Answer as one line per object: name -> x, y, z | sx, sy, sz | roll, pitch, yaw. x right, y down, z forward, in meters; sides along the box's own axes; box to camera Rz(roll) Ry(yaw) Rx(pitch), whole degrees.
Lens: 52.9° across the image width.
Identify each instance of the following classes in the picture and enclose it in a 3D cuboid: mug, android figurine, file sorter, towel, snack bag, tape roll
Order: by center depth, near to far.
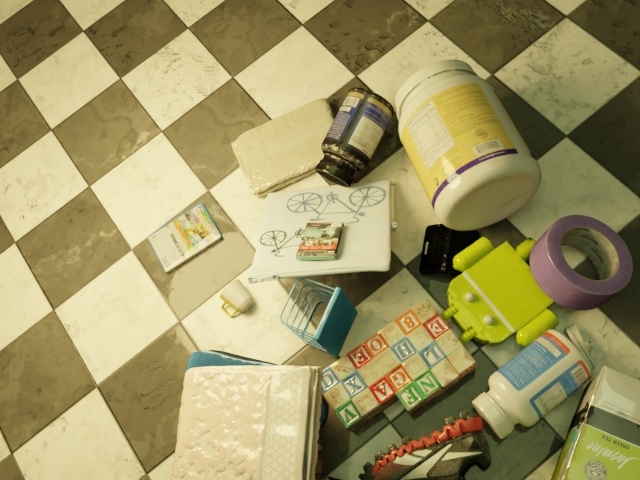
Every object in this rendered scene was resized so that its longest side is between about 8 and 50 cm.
towel -> -0.153, 0.407, 1.251 | 0.317, 0.053, 0.332 | -8, 62, 24
tape roll -> 0.542, 0.045, 1.344 | 0.189, 0.080, 0.189 | 5, 58, -9
android figurine -> 0.388, 0.115, 1.389 | 0.273, 0.056, 0.248 | -33, 70, -8
file sorter -> -0.003, 0.167, 1.406 | 0.104, 0.170, 0.118 | 19, 74, 23
snack bag -> 0.015, -0.023, 1.470 | 0.323, 0.037, 0.342 | -5, 38, 9
mug -> -0.197, 0.140, 1.529 | 0.064, 0.078, 0.062 | 42, 50, 15
towel -> -0.078, -0.237, 1.654 | 0.282, 0.049, 0.187 | -24, 66, 1

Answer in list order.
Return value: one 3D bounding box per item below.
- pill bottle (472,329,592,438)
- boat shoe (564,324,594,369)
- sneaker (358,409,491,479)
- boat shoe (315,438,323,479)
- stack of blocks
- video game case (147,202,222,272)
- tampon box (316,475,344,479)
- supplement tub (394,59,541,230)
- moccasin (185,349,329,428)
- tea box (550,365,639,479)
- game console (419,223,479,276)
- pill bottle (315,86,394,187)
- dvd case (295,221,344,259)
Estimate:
pill bottle -> 0.417, 0.290, 1.285 | 0.221, 0.124, 0.124 | -36, 65, -4
boat shoe -> 0.546, 0.220, 1.334 | 0.035, 0.035, 0.100 | -25, 58, 5
sneaker -> 0.215, 0.451, 1.278 | 0.276, 0.097, 0.135 | -25, 63, 1
boat shoe -> -0.148, 0.491, 1.335 | 0.324, 0.123, 0.116 | -15, 68, 8
stack of blocks -> 0.158, 0.282, 1.365 | 0.297, 0.087, 0.171 | -34, 65, -2
video game case -> -0.346, -0.008, 1.638 | 0.166, 0.015, 0.119 | -33, 64, -2
tampon box -> -0.001, 0.536, 1.257 | 0.120, 0.161, 0.101 | -26, 64, 1
supplement tub -> 0.317, -0.216, 1.443 | 0.241, 0.241, 0.331 | -21, 61, 3
moccasin -> -0.126, 0.310, 1.399 | 0.342, 0.117, 0.137 | 22, 83, 24
tea box -> 0.592, 0.448, 1.128 | 0.329, 0.220, 0.323 | 22, 74, 20
game console -> 0.296, 0.027, 1.481 | 0.107, 0.071, 0.122 | -7, 62, 43
pill bottle -> 0.077, -0.244, 1.540 | 0.123, 0.123, 0.219 | 26, 86, 21
dvd case -> 0.000, 0.000, 1.403 | 0.087, 0.013, 0.119 | -1, 40, 14
